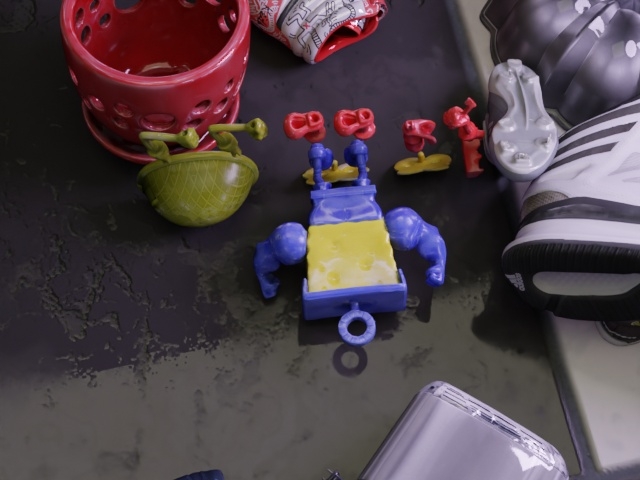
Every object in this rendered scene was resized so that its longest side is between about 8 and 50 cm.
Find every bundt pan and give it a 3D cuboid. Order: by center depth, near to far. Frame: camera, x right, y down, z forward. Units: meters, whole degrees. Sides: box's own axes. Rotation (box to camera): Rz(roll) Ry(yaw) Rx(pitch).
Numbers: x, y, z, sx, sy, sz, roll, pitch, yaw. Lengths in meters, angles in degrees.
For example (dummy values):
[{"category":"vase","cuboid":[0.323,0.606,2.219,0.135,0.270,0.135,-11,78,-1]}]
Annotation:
[{"category":"bundt pan","cuboid":[0.346,-0.273,1.733,0.331,0.124,0.331,1,71,-2]}]

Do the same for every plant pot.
[{"category":"plant pot","cuboid":[-0.166,-0.182,1.637,0.191,0.174,0.191,0,56,0]}]

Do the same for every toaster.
[{"category":"toaster","cuboid":[0.131,0.240,1.540,0.227,0.129,0.146,30,68,10]}]

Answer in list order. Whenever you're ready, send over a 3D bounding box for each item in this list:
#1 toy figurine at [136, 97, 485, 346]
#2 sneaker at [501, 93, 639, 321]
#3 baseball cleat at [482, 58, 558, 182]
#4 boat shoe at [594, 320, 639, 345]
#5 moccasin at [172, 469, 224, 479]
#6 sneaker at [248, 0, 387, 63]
[{"category":"toy figurine","cuboid":[0.000,0.000,1.593,0.362,0.191,0.217,-6,76,-3]},{"category":"sneaker","cuboid":[0.419,-0.048,1.556,0.447,0.169,0.257,5,54,20]},{"category":"baseball cleat","cuboid":[0.207,-0.102,1.651,0.072,0.109,0.206,6,38,2]},{"category":"boat shoe","cuboid":[0.394,0.038,1.652,0.227,0.069,0.081,-28,74,-12]},{"category":"moccasin","cuboid":[-0.054,0.362,1.483,0.117,0.138,0.342,-29,75,-16]},{"category":"sneaker","cuboid":[0.039,-0.314,1.753,0.145,0.090,0.270,43,78,11]}]
